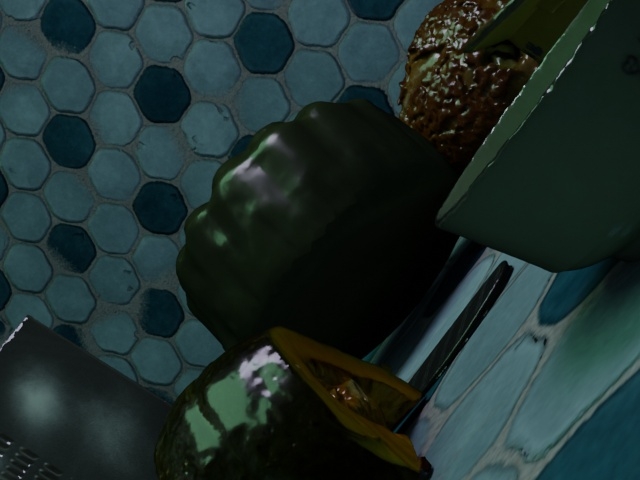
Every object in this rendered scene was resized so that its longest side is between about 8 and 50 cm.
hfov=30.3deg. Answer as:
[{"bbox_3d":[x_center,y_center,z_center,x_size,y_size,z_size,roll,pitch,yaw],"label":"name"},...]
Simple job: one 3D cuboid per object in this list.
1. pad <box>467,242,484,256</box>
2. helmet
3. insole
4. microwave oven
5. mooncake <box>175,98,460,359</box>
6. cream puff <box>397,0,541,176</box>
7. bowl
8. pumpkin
[{"bbox_3d":[0.166,-0.015,1.295,0.323,0.055,0.250,-36,-3,-11],"label":"pad"},{"bbox_3d":[0.257,-0.211,0.992,0.257,0.140,0.205,-48,0,8],"label":"helmet"},{"bbox_3d":[0.082,0.140,1.102,0.309,0.012,0.110,-53,2,24],"label":"insole"},{"bbox_3d":[-0.320,0.346,1.571,0.236,0.374,0.432,-53,-14,-28],"label":"microwave oven"},{"bbox_3d":[0.000,0.000,1.427,0.356,0.194,0.356,-35,-29,-23],"label":"mooncake"},{"bbox_3d":[0.210,-0.207,1.523,0.303,0.212,0.303,-57,-3,-5],"label":"cream puff"},{"bbox_3d":[0.170,-0.063,0.694,0.211,0.112,0.211,-53,1,2],"label":"bowl"},{"bbox_3d":[0.015,0.176,0.898,0.280,0.190,0.139,25,-76,-46],"label":"pumpkin"}]
